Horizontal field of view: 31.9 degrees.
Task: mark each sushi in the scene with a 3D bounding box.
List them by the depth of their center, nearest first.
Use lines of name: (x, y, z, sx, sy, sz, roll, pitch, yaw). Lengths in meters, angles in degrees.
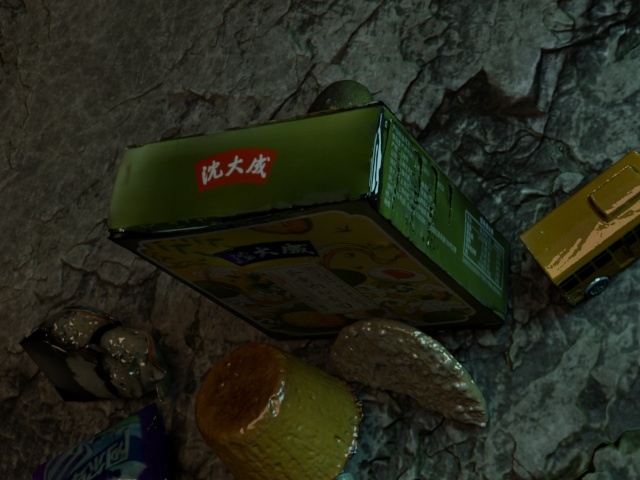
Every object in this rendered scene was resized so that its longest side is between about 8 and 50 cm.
sushi: (-0.319, 0.168, 1.737, 0.273, 0.134, 0.109, -5, 37, 35)

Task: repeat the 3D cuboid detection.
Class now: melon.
melon: (0.021, -0.170, 1.705, 0.099, 0.099, 0.162, 23, 79, 35)

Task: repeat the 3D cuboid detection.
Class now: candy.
candy: (-0.342, 0.358, 1.686, 0.275, 0.070, 0.145, -31, 48, 16)

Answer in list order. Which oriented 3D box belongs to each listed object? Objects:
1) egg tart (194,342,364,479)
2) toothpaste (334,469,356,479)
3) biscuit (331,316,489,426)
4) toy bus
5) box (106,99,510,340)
egg tart: (-0.062, 0.244, 1.511, 0.215, 0.171, 0.215, -23, 44, 24)
toothpaste: (0.055, 0.386, 1.466, 0.064, 0.041, 0.218, -29, 60, 8)
biscuit: (0.107, 0.161, 1.488, 0.250, 0.133, 0.032, 16, 45, 35)
toy bus: (0.363, -0.020, 1.428, 0.201, 0.114, 0.098, -38, 56, 9)
box: (0.000, 0.000, 1.440, 0.373, 0.420, 0.138, -5, 64, 29)
